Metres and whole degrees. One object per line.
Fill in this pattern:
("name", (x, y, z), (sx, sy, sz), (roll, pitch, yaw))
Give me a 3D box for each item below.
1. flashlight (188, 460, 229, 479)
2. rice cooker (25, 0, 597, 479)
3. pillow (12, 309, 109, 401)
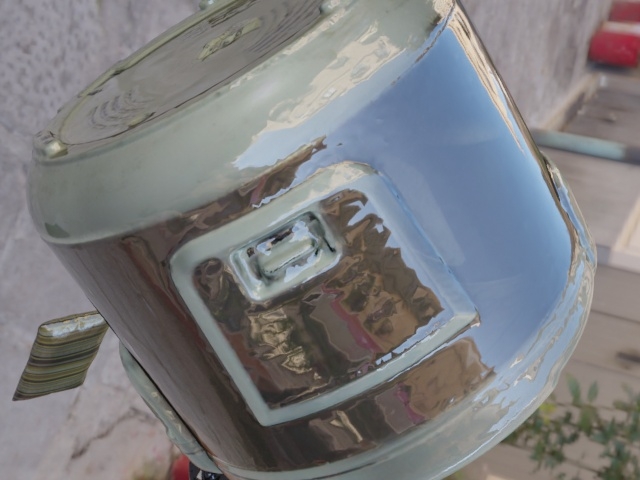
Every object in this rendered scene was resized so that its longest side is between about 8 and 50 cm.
("flashlight", (-0.045, 0.257, 0.936), (0.232, 0.093, 0.093), (49, 58, -48))
("rice cooker", (0.000, 0.000, 0.673), (0.325, 0.335, 0.335), (59, 44, -24))
("pillow", (-0.361, 0.159, 1.358), (0.113, 0.038, 0.203), (-12, 150, -38))
